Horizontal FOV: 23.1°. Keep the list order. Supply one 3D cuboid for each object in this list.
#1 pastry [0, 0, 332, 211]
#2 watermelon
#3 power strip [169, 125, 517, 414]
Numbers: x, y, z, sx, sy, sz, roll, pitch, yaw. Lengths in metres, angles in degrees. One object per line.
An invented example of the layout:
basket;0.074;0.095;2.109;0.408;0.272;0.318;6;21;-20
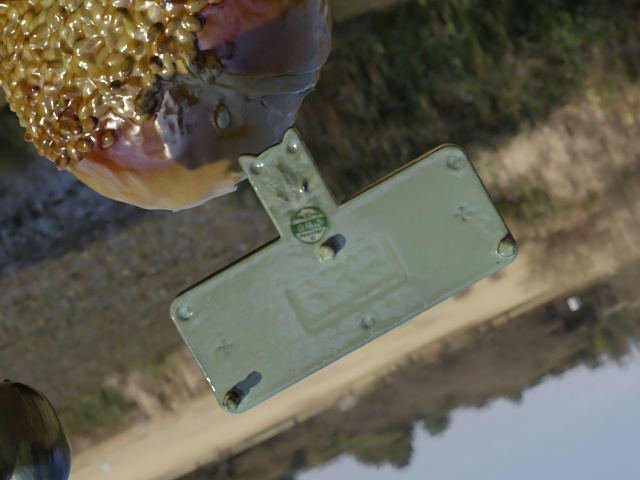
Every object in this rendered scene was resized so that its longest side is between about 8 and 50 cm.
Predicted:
pastry;-0.185;-0.236;1.695;0.410;0.409;0.245;-27;173;27
watermelon;-0.238;0.159;1.233;0.078;0.110;0.078;-21;149;-14
power strip;0.000;0.000;0.995;0.216;0.145;0.061;-30;-177;0
